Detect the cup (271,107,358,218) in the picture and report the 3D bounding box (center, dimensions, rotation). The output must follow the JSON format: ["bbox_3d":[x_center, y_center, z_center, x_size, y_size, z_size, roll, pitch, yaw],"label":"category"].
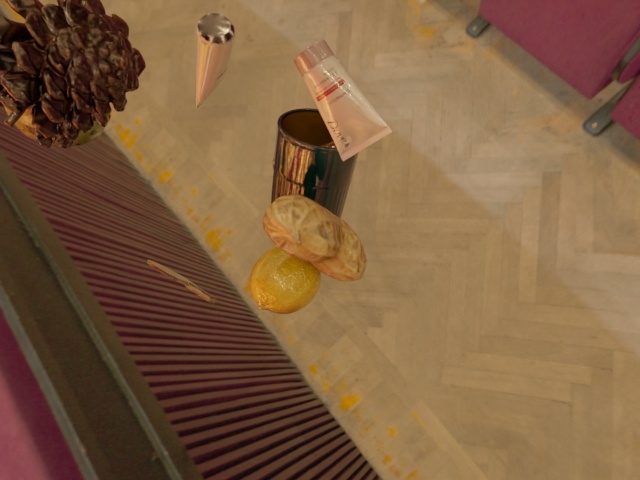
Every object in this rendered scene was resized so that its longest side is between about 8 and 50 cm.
[{"bbox_3d":[-0.048,-0.214,1.442,0.308,0.292,0.242,24,40,17],"label":"cup"}]

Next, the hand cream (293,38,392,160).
[{"bbox_3d":[0.037,-0.307,1.069,0.133,0.083,0.247,-29,99,32],"label":"hand cream"}]

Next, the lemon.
[{"bbox_3d":[-0.092,0.103,1.260,0.178,0.178,0.203,29,61,21],"label":"lemon"}]

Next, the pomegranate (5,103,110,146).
[{"bbox_3d":[-0.633,-0.370,1.160,0.231,0.231,0.285,20,123,20],"label":"pomegranate"}]

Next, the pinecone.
[{"bbox_3d":[-0.376,-0.245,0.693,0.201,0.229,0.202,-28,107,30],"label":"pinecone"}]

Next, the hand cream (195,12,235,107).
[{"bbox_3d":[-0.363,-0.602,1.648,0.118,0.358,0.185,30,68,-4],"label":"hand cream"}]

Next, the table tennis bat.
[{"bbox_3d":[-0.425,0.124,1.493,0.274,0.154,0.021,26,83,27],"label":"table tennis bat"}]

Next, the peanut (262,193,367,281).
[{"bbox_3d":[0.000,0.000,1.152,0.140,0.325,0.153,-49,36,7],"label":"peanut"}]
